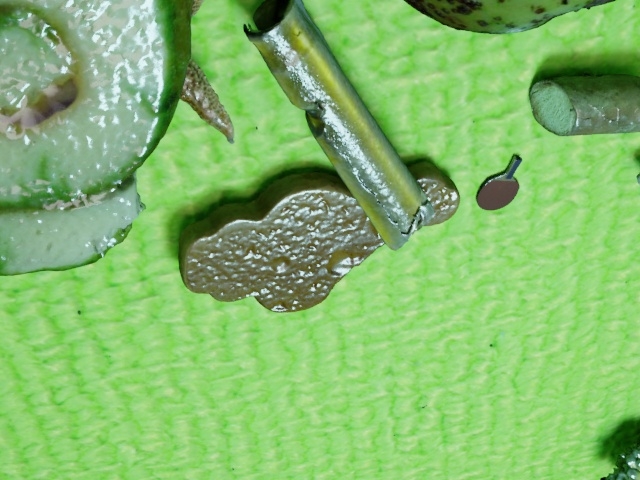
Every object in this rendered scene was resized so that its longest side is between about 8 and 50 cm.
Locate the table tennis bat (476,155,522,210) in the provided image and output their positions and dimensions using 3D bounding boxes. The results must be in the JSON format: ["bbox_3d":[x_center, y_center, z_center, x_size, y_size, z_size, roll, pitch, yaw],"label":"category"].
[{"bbox_3d":[0.210,-0.065,1.339,0.050,0.007,0.083,5,135,-23],"label":"table tennis bat"}]

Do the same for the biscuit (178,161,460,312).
[{"bbox_3d":[0.000,-0.008,1.294,0.320,0.047,0.183,-24,138,3],"label":"biscuit"}]

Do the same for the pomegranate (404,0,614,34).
[{"bbox_3d":[0.136,-0.332,0.881,0.285,0.285,0.340,-21,105,2],"label":"pomegranate"}]

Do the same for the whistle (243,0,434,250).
[{"bbox_3d":[0.027,-0.110,1.158,0.068,0.057,0.326,-39,129,-3],"label":"whistle"}]

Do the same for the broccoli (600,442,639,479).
[{"bbox_3d":[0.590,0.403,1.788,0.288,0.245,0.248,-14,144,-7],"label":"broccoli"}]

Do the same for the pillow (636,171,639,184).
[{"bbox_3d":[0.475,-0.058,1.392,0.171,0.075,0.179,-26,136,8],"label":"pillow"}]

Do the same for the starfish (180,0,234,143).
[{"bbox_3d":[-0.186,-0.172,1.046,0.236,0.062,0.277,-30,134,15],"label":"starfish"}]

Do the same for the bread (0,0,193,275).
[{"bbox_3d":[-0.263,-0.129,0.949,0.366,0.129,0.382,-28,133,12],"label":"bread"}]

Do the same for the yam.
[{"bbox_3d":[0.302,-0.147,1.244,0.147,0.069,0.069,-6,136,-15],"label":"yam"}]
